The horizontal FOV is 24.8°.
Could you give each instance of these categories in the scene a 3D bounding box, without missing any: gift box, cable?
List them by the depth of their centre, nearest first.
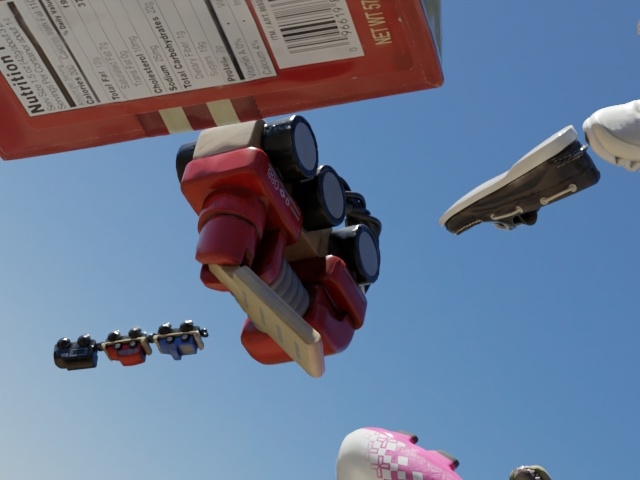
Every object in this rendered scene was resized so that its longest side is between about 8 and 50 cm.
[{"bbox_3d":[-0.052,-0.210,0.657,0.276,0.258,0.255,-6,-37,9],"label":"gift box"},{"bbox_3d":[0.000,0.000,1.504,0.047,0.150,0.184,2,-46,50],"label":"cable"}]

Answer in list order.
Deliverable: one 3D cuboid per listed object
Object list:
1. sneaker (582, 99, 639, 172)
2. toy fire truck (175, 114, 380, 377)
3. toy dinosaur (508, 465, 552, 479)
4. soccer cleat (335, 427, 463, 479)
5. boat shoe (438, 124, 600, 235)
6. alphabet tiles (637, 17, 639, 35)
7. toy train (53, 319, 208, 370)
[{"bbox_3d":[0.461,-0.157,1.799,0.118,0.292,0.110,104,-28,-47],"label":"sneaker"},{"bbox_3d":[-0.032,0.040,1.251,0.159,0.246,0.217,-11,-48,23],"label":"toy fire truck"},{"bbox_3d":[0.252,0.225,0.974,0.268,0.118,0.064,31,-46,25],"label":"toy dinosaur"},{"bbox_3d":[0.091,0.269,1.021,0.331,0.143,0.116,46,-31,29],"label":"soccer cleat"},{"bbox_3d":[0.118,-0.026,0.873,0.038,0.046,0.125,55,-42,1],"label":"boat shoe"},{"bbox_3d":[0.429,-0.344,1.534,0.021,0.277,0.284,23,-6,-31],"label":"alphabet tiles"},{"bbox_3d":[-0.188,0.106,1.433,0.158,0.036,0.027,-8,-44,9],"label":"toy train"}]
